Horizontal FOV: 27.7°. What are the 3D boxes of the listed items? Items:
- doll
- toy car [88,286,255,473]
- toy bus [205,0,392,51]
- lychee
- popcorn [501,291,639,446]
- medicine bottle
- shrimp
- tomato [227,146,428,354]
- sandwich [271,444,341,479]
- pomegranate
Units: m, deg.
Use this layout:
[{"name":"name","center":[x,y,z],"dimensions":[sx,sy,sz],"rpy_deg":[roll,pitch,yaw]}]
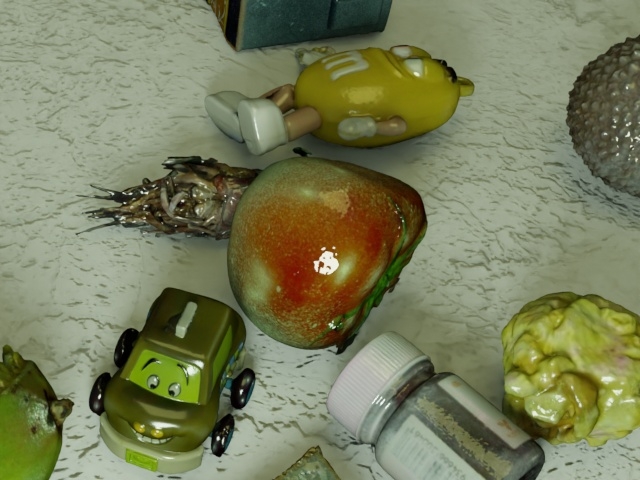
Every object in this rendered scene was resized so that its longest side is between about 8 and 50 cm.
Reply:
[{"name":"doll","center":[0.018,-0.237,2.181],"dimensions":[0.348,0.161,0.423],"rpy_deg":[22,38,30]},{"name":"toy car","center":[-0.192,0.164,1.740],"dimensions":[0.204,0.198,0.248],"rpy_deg":[19,49,4]},{"name":"toy bus","center":[-0.034,-0.468,2.364],"dimensions":[0.323,0.162,0.194],"rpy_deg":[-10,52,-18]},{"name":"lychee","center":[0.562,-0.208,2.184],"dimensions":[0.299,0.300,0.300],"rpy_deg":[6,48,-7]},{"name":"popcorn","center":[0.352,0.191,1.824],"dimensions":[0.259,0.212,0.259],"rpy_deg":[3,54,-4]},{"name":"medicine bottle","center":[0.153,0.260,1.751],"dimensions":[0.165,0.165,0.273],"rpy_deg":[-33,62,-33]},{"name":"shrimp","center":[-0.207,-0.059,1.994],"dimensions":[0.342,0.117,0.145],"rpy_deg":[-6,27,-13]},{"name":"tomato","center":[0.000,0.000,1.865],"dimensions":[0.239,0.303,0.303],"rpy_deg":[35,51,12]},{"name":"sandwich","center":[-0.052,0.432,1.600],"dimensions":[0.301,0.099,0.271],"rpy_deg":[-25,58,-31]},{"name":"pomegranate","center":[-0.470,0.260,1.587],"dimensions":[0.340,0.260,0.260],"rpy_deg":[-28,53,6]}]
